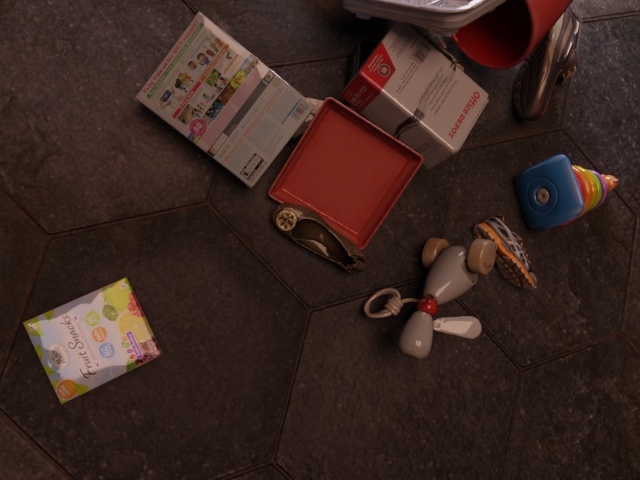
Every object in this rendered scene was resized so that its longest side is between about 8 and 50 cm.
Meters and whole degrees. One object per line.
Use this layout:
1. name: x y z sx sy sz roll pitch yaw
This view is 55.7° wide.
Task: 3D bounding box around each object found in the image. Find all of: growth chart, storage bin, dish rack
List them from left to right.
1. storage bin: 0.158 -0.398 1.465 0.180 0.084 0.122 10 79 -17
2. dish rack: 0.228 -0.527 1.310 0.333 0.072 0.285 26 49 32
3. growth chart: 0.261 -0.446 1.405 0.021 0.172 0.237 -51 143 7

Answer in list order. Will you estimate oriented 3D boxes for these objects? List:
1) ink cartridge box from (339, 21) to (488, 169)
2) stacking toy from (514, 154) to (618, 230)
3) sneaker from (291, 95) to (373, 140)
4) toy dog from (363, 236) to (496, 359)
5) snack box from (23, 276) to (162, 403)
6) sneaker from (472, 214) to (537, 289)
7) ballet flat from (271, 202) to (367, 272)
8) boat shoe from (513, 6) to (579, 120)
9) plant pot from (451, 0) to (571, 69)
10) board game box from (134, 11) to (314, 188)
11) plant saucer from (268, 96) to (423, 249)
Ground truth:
1. ink cartridge box: 0.213 -0.324 1.355 0.273 0.114 0.197 38 64 -8
2. stacking toy: 0.670 -0.131 1.570 0.302 0.175 0.166 -10 80 -32
3. sneaker: 0.050 -0.266 1.414 0.271 0.100 0.108 5 93 -12
4. toy dog: 0.283 0.138 1.391 0.333 0.220 0.161 -43 128 -11
5. snack box: -0.444 0.194 1.196 0.207 0.070 0.174 -26 91 -17
6. sneaker: 0.475 0.028 1.506 0.083 0.084 0.215 -38 93 -24
7. ballet flat: 0.000 0.000 1.359 0.250 0.058 0.084 34 109 -13
8. boat shoe: 0.615 -0.471 1.595 0.130 0.132 0.355 21 78 -13
9. plant pot: 0.476 -0.597 1.476 0.243 0.275 0.275 -40 95 -19
10. board game box: -0.199 -0.293 1.291 0.303 0.097 0.224 38 96 -10
11. plant saucer: 0.055 -0.149 1.368 0.259 0.048 0.258 30 104 -12
